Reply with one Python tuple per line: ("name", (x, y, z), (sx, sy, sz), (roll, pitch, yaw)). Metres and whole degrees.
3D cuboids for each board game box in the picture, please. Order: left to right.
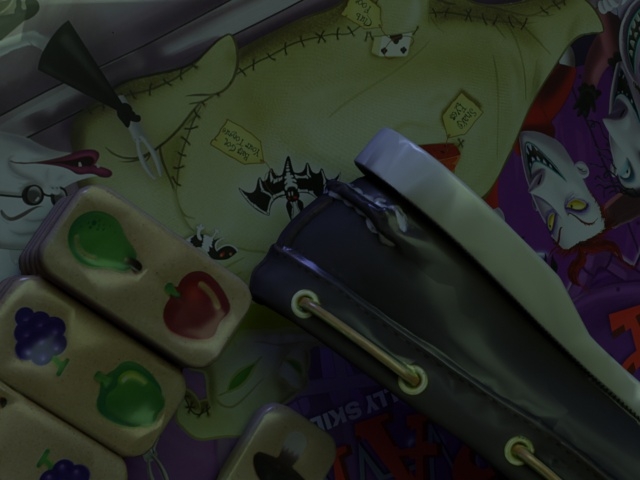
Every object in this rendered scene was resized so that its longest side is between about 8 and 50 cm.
("board game box", (0.000, 0.000, 0.429), (0.347, 0.056, 0.208), (-16, 97, -21))

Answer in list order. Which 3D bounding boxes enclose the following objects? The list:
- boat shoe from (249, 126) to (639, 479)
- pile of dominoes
("boat shoe", (0.076, 0.069, 0.385), (0.069, 0.081, 0.228), (-45, 92, -1))
("pile of dominoes", (-0.118, 0.097, 0.333), (0.196, 0.040, 0.251), (36, 75, -16))
